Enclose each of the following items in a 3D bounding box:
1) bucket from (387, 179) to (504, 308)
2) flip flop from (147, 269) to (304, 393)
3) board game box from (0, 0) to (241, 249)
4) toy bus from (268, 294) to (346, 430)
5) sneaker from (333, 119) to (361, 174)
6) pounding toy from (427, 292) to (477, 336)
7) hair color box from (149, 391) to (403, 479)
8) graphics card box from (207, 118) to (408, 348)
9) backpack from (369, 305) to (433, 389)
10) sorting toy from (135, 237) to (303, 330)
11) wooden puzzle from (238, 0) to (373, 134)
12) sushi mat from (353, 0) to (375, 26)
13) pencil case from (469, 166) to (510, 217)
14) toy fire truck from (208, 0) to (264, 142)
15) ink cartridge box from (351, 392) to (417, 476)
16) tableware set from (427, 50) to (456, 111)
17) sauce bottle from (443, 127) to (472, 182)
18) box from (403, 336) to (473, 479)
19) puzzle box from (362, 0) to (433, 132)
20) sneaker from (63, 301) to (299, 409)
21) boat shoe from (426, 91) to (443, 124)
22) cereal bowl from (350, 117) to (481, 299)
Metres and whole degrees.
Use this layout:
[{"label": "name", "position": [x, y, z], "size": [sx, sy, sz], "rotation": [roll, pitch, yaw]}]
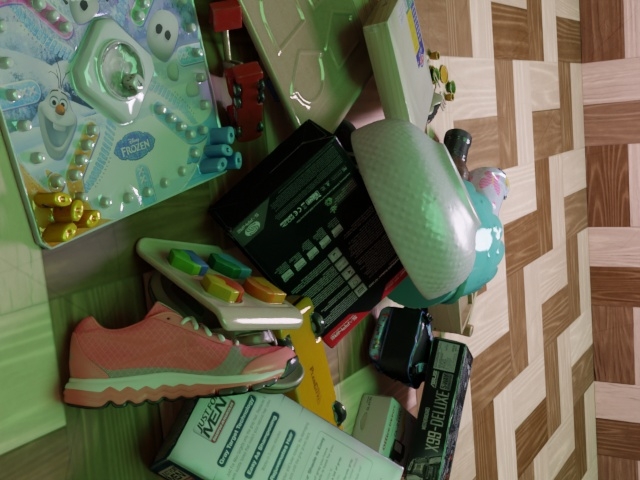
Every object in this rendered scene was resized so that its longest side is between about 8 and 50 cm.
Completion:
[{"label": "bucket", "position": [0.236, 0.009, 1.669], "size": [0.183, 0.281, 0.281], "rotation": [-18, 105, -53]}, {"label": "flip flop", "position": [-0.129, 0.126, 1.157], "size": [0.277, 0.080, 0.112], "rotation": [42, 21, -10]}, {"label": "board game box", "position": [-0.270, -0.232, 1.069], "size": [0.390, 0.050, 0.390], "rotation": [-33, 118, -52]}, {"label": "toy bus", "position": [-0.048, 0.260, 1.341], "size": [0.108, 0.130, 0.333], "rotation": [-39, 122, -49]}, {"label": "sneaker", "position": [0.054, -0.101, 1.543], "size": [0.162, 0.106, 0.281], "rotation": [-25, 120, -62]}, {"label": "pounding toy", "position": [0.332, 0.158, 1.974], "size": [0.181, 0.094, 0.206], "rotation": [-55, 143, -48]}, {"label": "hair color box", "position": [-0.060, 0.347, 1.189], "size": [0.347, 0.105, 0.174], "rotation": [34, 55, -12]}, {"label": "graphics card box", "position": [0.000, 0.000, 1.358], "size": [0.233, 0.094, 0.371], "rotation": [-43, 134, -5]}, {"label": "backpack", "position": [0.187, 0.240, 1.718], "size": [0.173, 0.117, 0.158], "rotation": [59, 44, -59]}, {"label": "sorting toy", "position": [-0.142, 0.058, 1.147], "size": [0.193, 0.208, 0.038], "rotation": [9, 114, -57]}, {"label": "wooden puzzle", "position": [-0.038, -0.388, 1.409], "size": [0.348, 0.080, 0.322], "rotation": [60, 43, -32]}, {"label": "sushi mat", "position": [0.063, -0.564, 1.609], "size": [0.151, 0.019, 0.317], "rotation": [-36, 120, -50]}, {"label": "pencil case", "position": [0.424, -0.062, 2.082], "size": [0.124, 0.113, 0.273], "rotation": [35, 60, -26]}, {"label": "toy fire truck", "position": [-0.134, -0.266, 1.243], "size": [0.047, 0.135, 0.192], "rotation": [-16, 144, -17]}, {"label": "ink cartridge box", "position": [0.145, 0.424, 1.694], "size": [0.175, 0.072, 0.127], "rotation": [47, 53, -47]}, {"label": "tableware set", "position": [0.311, -0.413, 1.989], "size": [0.154, 0.024, 0.104], "rotation": [55, 47, -41]}, {"label": "sauce bottle", "position": [0.305, -0.114, 1.900], "size": [0.111, 0.111, 0.344], "rotation": [46, 55, -47]}, {"label": "box", "position": [0.268, 0.383, 1.733], "size": [0.242, 0.076, 0.307], "rotation": [46, 56, -70]}, {"label": "puzzle box", "position": [0.173, -0.371, 1.642], "size": [0.409, 0.052, 0.272], "rotation": [-67, 144, -59]}, {"label": "sneaker", "position": [-0.181, 0.146, 1.045], "size": [0.313, 0.116, 0.136], "rotation": [-3, 79, -18]}, {"label": "boat shoe", "position": [0.262, -0.323, 1.900], "size": [0.133, 0.049, 0.042], "rotation": [-56, 163, -50]}, {"label": "cereal bowl", "position": [0.187, -0.073, 1.388], "size": [0.339, 0.141, 0.339], "rotation": [59, 13, -23]}]
